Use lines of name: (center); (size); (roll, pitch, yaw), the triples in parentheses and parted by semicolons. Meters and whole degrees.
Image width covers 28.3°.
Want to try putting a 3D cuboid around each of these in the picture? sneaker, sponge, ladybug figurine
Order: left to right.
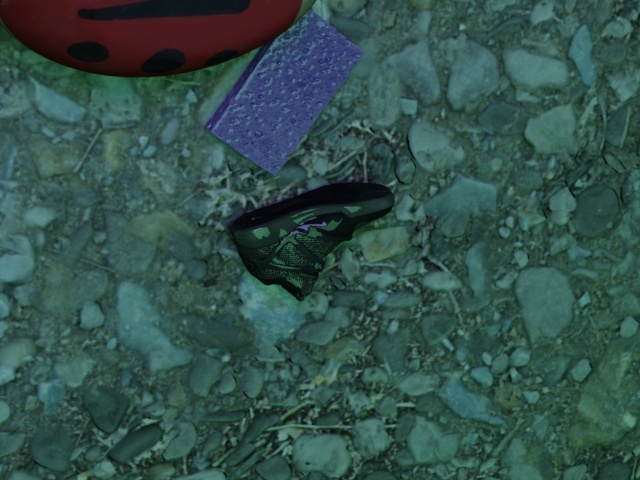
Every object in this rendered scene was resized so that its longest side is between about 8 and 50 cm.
ladybug figurine: (-0.170, -0.313, 1.471); (0.450, 0.162, 0.305); (-17, 137, -26)
sponge: (-0.047, -0.202, 1.694); (0.117, 0.031, 0.210); (33, 96, -27)
sneaker: (0.000, 0.000, 1.760); (0.228, 0.087, 0.130); (-20, 117, -8)

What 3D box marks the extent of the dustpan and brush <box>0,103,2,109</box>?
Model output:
dustpan and brush: (-0.425, -0.236, 1.518); (0.060, 0.147, 0.211); (-64, 151, -20)
